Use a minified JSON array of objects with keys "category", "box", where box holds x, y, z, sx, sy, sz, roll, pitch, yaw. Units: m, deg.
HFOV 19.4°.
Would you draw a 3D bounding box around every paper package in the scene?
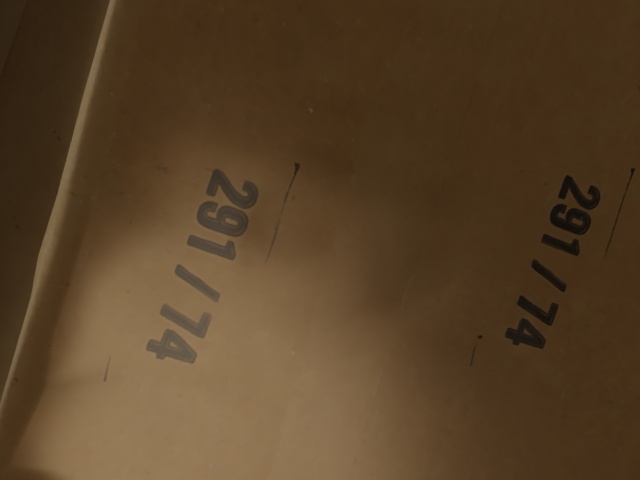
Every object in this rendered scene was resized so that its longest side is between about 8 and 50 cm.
[{"category":"paper package","box":[0.000,0.000,0.671,0.309,0.168,0.325,12,96,-31]}]
